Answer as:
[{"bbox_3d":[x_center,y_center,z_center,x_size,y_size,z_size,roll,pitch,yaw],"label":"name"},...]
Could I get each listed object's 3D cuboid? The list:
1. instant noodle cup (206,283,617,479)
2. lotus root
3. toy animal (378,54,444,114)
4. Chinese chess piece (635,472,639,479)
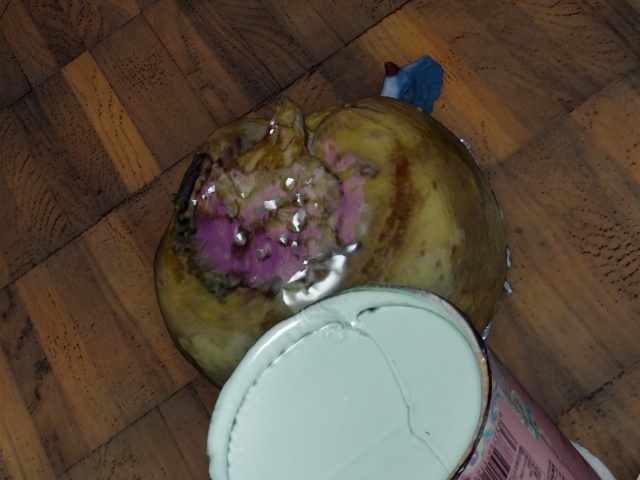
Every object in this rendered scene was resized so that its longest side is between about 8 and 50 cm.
[{"bbox_3d":[0.062,0.172,1.050,0.243,0.231,0.243,-17,48,19],"label":"instant noodle cup"},{"bbox_3d":[0.000,0.000,1.202,0.272,0.192,0.272,-4,76,15],"label":"lotus root"},{"bbox_3d":[0.014,-0.047,1.379,0.239,0.176,0.255,39,113,48],"label":"toy animal"},{"bbox_3d":[0.299,0.202,0.974,0.250,0.101,0.250,-17,46,18],"label":"Chinese chess piece"}]
